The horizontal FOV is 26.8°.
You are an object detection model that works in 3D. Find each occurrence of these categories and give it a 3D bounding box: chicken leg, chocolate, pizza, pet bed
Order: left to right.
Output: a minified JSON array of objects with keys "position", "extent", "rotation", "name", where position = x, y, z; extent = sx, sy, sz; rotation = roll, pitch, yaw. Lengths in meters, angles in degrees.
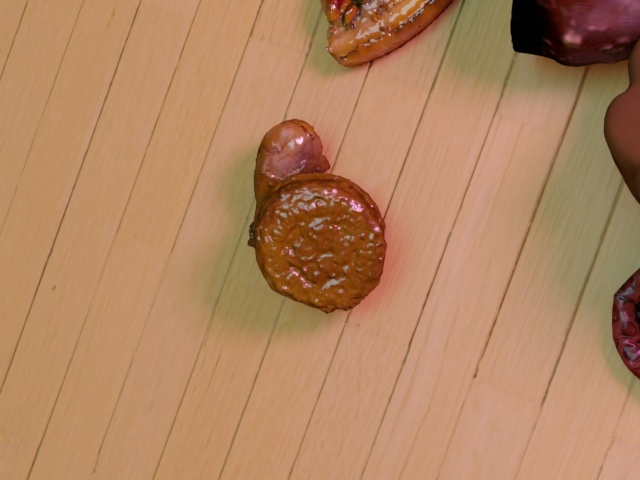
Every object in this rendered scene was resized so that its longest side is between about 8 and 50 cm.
[{"position":[-0.053,-0.078,1.907],"extent":[0.085,0.101,0.207],"rotation":[30,116,26],"name":"chicken leg"},{"position":[0.101,-0.408,1.888],"extent":[0.251,0.074,0.288],"rotation":[-16,80,17],"name":"pizza"},{"position":[0.383,-0.380,1.695],"extent":[0.210,0.225,0.340],"rotation":[16,93,15],"name":"chocolate"},{"position":[0.464,0.103,1.693],"extent":[0.201,0.053,0.201],"rotation":[-2,86,26],"name":"pet bed"}]

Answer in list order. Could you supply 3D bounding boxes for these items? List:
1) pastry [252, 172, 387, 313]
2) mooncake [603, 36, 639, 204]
[{"position":[0.000,0.000,1.832],"extent":[0.188,0.103,0.189],"rotation":[1,110,4],"name":"pastry"},{"position":[0.518,-0.136,1.551],"extent":[0.378,0.201,0.378],"rotation":[-19,49,23],"name":"mooncake"}]
